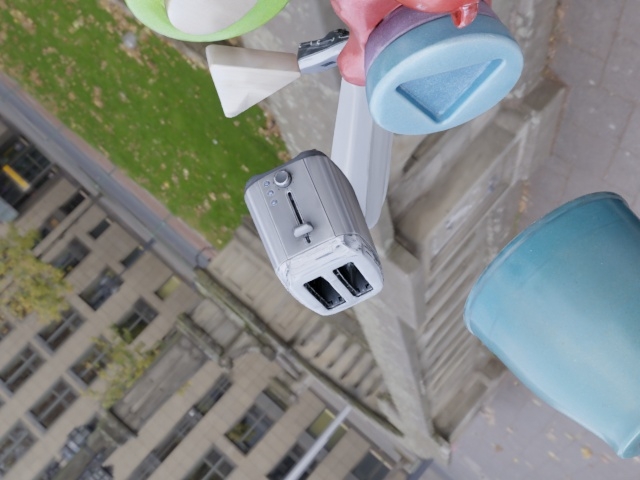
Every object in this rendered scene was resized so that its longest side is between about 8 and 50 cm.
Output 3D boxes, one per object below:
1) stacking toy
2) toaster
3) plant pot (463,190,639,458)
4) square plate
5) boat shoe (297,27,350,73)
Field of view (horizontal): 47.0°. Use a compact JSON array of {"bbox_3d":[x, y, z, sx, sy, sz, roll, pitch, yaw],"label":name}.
[{"bbox_3d":[0.019,-0.150,0.544,0.309,0.280,0.130,54,-160,-67],"label":"stacking toy"},{"bbox_3d":[0.000,0.000,0.947,0.227,0.129,0.146,53,-166,-62],"label":"toaster"},{"bbox_3d":[0.369,0.122,0.937,0.255,0.272,0.271,55,176,34],"label":"plant pot"},{"bbox_3d":[0.070,-0.169,1.262,0.049,0.346,0.344,7,177,-9],"label":"square plate"},{"bbox_3d":[0.020,-0.247,0.938,0.142,0.040,0.049,-6,177,44],"label":"boat shoe"}]
